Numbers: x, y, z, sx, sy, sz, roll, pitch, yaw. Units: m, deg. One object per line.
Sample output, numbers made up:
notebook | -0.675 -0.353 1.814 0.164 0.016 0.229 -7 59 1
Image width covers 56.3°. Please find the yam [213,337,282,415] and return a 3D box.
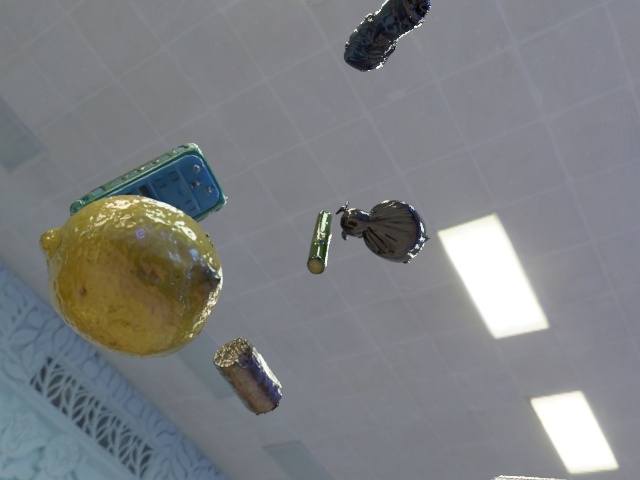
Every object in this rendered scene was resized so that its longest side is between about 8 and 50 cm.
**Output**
yam | -0.210 0.386 1.712 0.129 0.128 0.238 -27 -54 2

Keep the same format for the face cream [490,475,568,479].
face cream | 0.393 0.539 1.232 0.251 0.101 0.101 -15 -56 41

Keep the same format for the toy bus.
toy bus | -0.392 -0.082 1.387 0.184 0.343 0.199 62 -19 -14

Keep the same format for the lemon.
lemon | -0.268 0.047 0.861 0.253 0.228 0.228 29 -48 3

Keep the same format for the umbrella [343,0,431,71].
umbrella | 0.112 -0.321 0.842 0.070 0.071 0.248 35 -28 -12

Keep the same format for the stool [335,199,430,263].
stool | 0.136 -0.021 1.282 0.217 0.125 0.121 11 -6 22

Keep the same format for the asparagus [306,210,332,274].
asparagus | 0.000 0.000 1.265 0.041 0.178 0.045 -15 -57 19
